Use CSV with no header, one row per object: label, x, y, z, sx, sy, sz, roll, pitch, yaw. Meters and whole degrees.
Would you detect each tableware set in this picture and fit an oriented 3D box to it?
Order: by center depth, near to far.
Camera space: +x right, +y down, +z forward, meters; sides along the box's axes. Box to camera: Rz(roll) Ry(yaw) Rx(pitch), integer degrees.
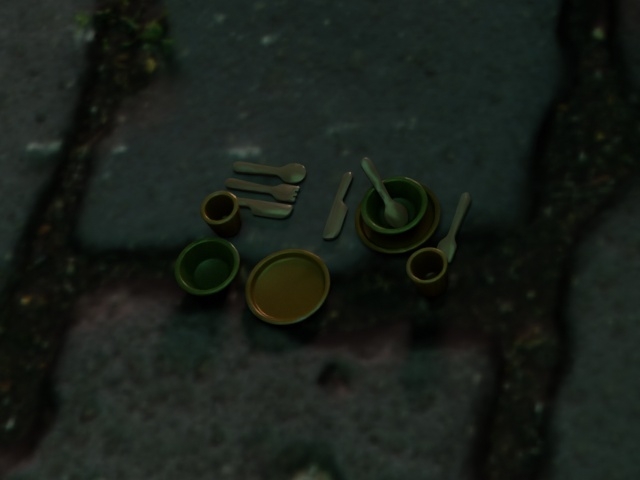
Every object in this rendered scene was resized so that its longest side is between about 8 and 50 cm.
tableware set,0.000,0.000,0.998,0.154,0.024,0.104,10,62,20
